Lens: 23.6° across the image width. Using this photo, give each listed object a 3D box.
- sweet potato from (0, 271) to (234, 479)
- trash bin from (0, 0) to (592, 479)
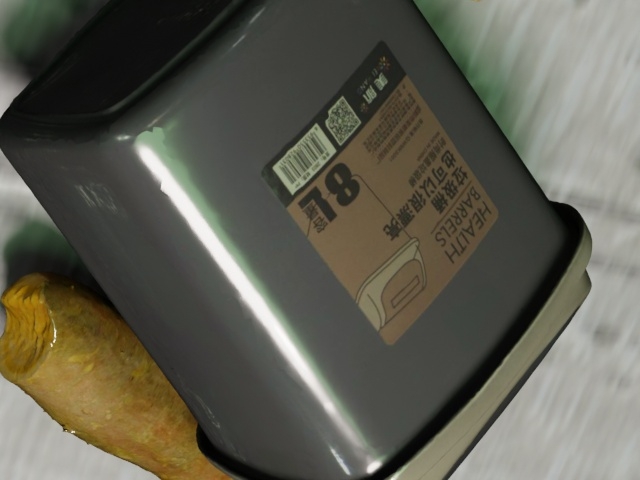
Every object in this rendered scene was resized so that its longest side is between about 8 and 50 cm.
[{"bbox_3d":[-0.095,0.093,0.842,0.077,0.077,0.244,-41,132,2],"label":"sweet potato"},{"bbox_3d":[0.000,0.000,0.753,0.209,0.182,0.290,-47,120,-22],"label":"trash bin"}]
